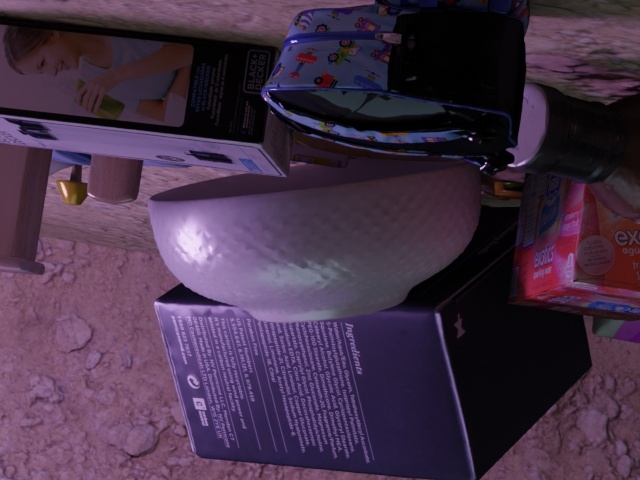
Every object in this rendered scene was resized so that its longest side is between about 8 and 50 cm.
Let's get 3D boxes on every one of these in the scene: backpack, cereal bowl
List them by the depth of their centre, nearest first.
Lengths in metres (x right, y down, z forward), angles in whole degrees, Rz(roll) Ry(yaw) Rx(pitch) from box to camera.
[{"bbox_3d":[0.051,-0.118,1.220,0.173,0.117,0.158,6,174,10],"label":"backpack"},{"bbox_3d":[0.000,0.000,1.825,0.339,0.141,0.339,-6,-173,1],"label":"cereal bowl"}]

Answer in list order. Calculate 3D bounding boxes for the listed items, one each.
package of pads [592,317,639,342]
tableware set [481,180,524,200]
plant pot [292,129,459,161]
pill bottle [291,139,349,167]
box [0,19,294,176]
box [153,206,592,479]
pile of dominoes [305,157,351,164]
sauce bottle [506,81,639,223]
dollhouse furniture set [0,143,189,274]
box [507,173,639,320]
[{"bbox_3d":[0.453,0.041,1.964,0.229,0.101,0.296,8,159,-8],"label":"package of pads"},{"bbox_3d":[0.265,-0.054,2.011,0.154,0.024,0.104,4,176,25],"label":"tableware set"},{"bbox_3d":[0.093,-0.105,1.612,0.236,0.032,0.236,3,173,0],"label":"plant pot"},{"bbox_3d":[-0.011,-0.100,1.822,0.083,0.043,0.043,9,174,-2],"label":"pill bottle"},{"bbox_3d":[-0.173,-0.126,1.584,0.290,0.087,0.169,8,174,6],"label":"box"},{"bbox_3d":[0.064,0.108,2.067,0.395,0.212,0.293,0,-158,37],"label":"box"},{"bbox_3d":[0.080,-0.071,2.127,0.196,0.040,0.251,9,166,6],"label":"pile of dominoes"},{"bbox_3d":[0.299,-0.059,1.479,0.344,0.111,0.111,11,173,-29],"label":"sauce bottle"},{"bbox_3d":[-0.234,-0.049,1.873,0.286,0.198,0.303,6,174,24],"label":"dollhouse furniture set"},{"bbox_3d":[0.290,-0.009,1.779,0.142,0.154,0.300,8,173,-5],"label":"box"}]
